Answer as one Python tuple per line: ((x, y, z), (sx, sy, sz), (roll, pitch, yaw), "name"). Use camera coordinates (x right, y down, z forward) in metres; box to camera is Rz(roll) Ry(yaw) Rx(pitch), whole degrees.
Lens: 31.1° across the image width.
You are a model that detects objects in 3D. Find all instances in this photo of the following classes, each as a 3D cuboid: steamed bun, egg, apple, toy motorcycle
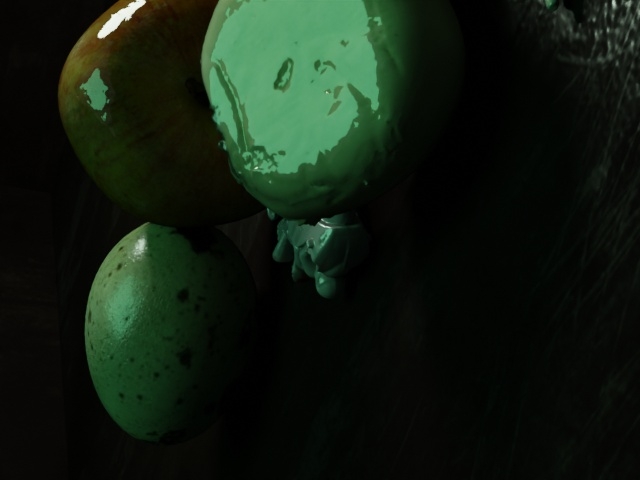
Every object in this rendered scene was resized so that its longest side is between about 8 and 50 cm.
((0.037, -0.199, 1.401), (0.312, 0.233, 0.334), (-18, 78, 32), "steamed bun")
((-0.243, 0.150, 1.902), (0.287, 0.287, 0.379), (-175, 83, -68), "egg")
((-0.203, -0.209, 1.807), (0.333, 0.400, 0.400), (165, 113, -74), "apple")
((0.000, 0.000, 1.615), (0.260, 0.110, 0.171), (138, 125, -64), "toy motorcycle")

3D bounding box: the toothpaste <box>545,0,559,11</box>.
((0.243, -0.328, 1.244), (0.048, 0.029, 0.197), (134, 142, -54), "toothpaste")
